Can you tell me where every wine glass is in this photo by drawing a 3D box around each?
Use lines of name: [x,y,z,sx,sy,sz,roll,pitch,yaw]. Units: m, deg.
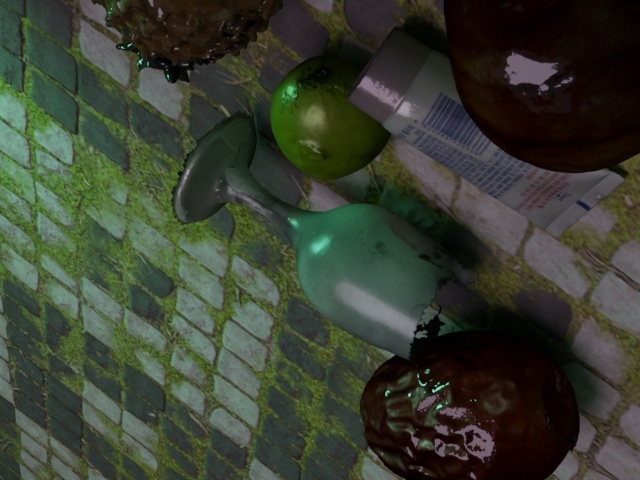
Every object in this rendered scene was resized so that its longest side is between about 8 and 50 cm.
wine glass: [0.000,0.000,1.657,0.321,0.143,0.143,35,150,19]

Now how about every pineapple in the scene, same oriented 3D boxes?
pineapple: [-0.132,-0.248,1.488,0.202,0.202,0.362,44,166,-1]

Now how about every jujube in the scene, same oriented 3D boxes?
jujube: [0.156,0.186,1.684,0.243,0.183,0.183,-13,120,43]

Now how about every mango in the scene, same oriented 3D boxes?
mango: [0.008,-0.112,1.557,0.119,0.100,0.178,33,160,10]

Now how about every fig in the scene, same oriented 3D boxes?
fig: [0.189,-0.166,1.137,0.214,0.235,0.235,2,131,46]

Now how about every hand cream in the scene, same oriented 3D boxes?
hand cream: [0.148,-0.096,1.443,0.248,0.083,0.133,34,152,-6]
